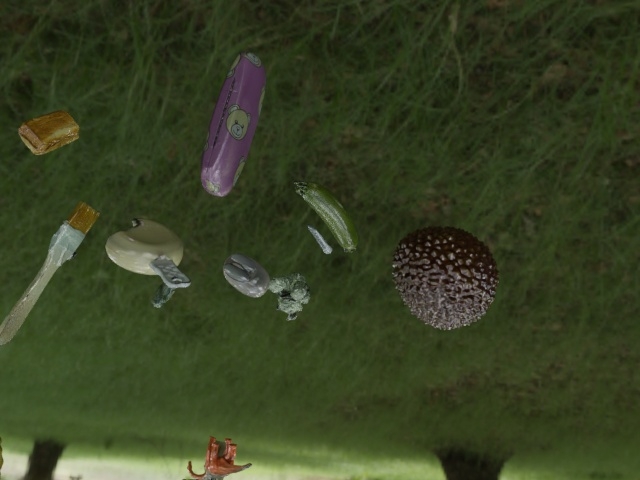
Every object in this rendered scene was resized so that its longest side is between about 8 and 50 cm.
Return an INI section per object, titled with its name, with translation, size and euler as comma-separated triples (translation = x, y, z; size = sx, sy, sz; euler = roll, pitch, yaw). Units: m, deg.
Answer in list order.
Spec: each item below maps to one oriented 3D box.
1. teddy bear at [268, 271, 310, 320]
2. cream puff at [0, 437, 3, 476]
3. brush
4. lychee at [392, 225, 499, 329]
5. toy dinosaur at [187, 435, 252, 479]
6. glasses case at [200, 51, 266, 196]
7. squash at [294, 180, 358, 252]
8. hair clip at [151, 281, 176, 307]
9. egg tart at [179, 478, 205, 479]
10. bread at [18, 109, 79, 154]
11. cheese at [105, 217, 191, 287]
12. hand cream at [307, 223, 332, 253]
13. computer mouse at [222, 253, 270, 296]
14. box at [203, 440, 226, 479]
[teddy bear]
translation = -0.090, 0.152, 2.403
size = 0.133, 0.111, 0.213
euler = 25, 155, 10
[cream puff]
translation = -1.027, 0.599, 2.098
size = 0.257, 0.324, 0.291
euler = 22, 145, 27
[brush]
translation = -0.569, 0.068, 1.639
size = 0.020, 0.336, 0.085
euler = 29, 171, 22
[lychee]
translation = 0.361, 0.102, 2.303
size = 0.306, 0.306, 0.330
euler = -11, 151, 42
[toy dinosaur]
translation = -0.227, 0.477, 1.720
size = 0.055, 0.101, 0.279
euler = 16, 165, -24
[glasses case]
translation = -0.186, -0.250, 1.705
size = 0.075, 0.316, 0.123
euler = 13, 171, 18
[squash]
translation = 0.036, -0.069, 2.188
size = 0.080, 0.071, 0.318
euler = 11, 150, 44
[hair clip]
translation = -0.401, 0.138, 2.017
size = 0.036, 0.066, 0.229
euler = 28, -177, -4
[egg tart]
translation = -0.205, 0.519, 1.332
size = 0.252, 0.232, 0.098
euler = -7, 146, 0
[bread]
translation = -0.563, -0.226, 1.652
size = 0.074, 0.132, 0.053
euler = 46, 123, -2
[cheese]
translation = -0.331, 0.031, 1.656
size = 0.249, 0.071, 0.163
euler = 25, -157, 28
[hand cream]
translation = 0.000, 0.000, 1.690
size = 0.030, 0.019, 0.093
euler = 34, 168, 44
[computer mouse]
translation = -0.136, 0.064, 1.486
size = 0.096, 0.066, 0.039
euler = 42, 153, -18
[box]
translation = -0.244, 0.531, 1.876
size = 0.035, 0.083, 0.079
euler = 10, 128, 12
